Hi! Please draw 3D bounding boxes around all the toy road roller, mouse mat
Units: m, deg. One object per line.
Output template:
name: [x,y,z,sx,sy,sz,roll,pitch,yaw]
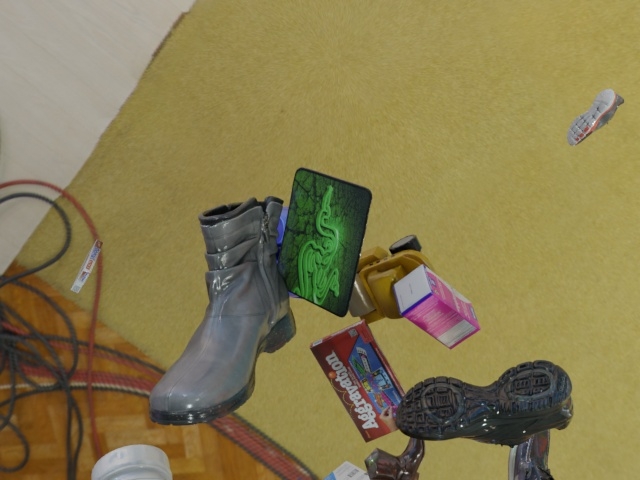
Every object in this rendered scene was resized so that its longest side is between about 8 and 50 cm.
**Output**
toy road roller: [0.186,0.140,1.934,0.329,0.240,0.203,-24,99,27]
mouse mat: [0.000,0.000,0.940,0.152,0.007,0.190,22,107,39]

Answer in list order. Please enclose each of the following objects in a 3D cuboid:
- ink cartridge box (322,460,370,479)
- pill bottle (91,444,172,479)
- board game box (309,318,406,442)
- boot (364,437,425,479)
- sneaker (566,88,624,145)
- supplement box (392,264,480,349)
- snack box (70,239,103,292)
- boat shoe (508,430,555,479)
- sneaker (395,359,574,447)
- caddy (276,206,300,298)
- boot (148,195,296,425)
ink cartridge box: [0.115,0.847,2.176,0.203,0.148,0.086,15,119,44]
pill bottle: [-0.278,0.484,0.999,0.176,0.319,0.177,-11,130,-13]
board game box: [0.104,0.330,1.514,0.145,0.027,0.281,-26,104,14]
boot: [0.133,0.383,1.169,0.114,0.037,0.107,23,63,-27]
sneaker: [0.641,-0.275,1.507,0.064,0.061,0.158,11,137,-24]
supplement box: [0.314,0.182,1.756,0.114,0.111,0.220,-39,123,23]
snack box: [-0.571,0.060,1.596,0.022,0.178,0.064,30,106,-19]
boat shoe: [0.433,0.501,1.319,0.102,0.092,0.285,34,65,-28]
sneaker: [0.259,0.280,1.028,0.286,0.109,0.130,-13,130,25]
caddy: [-0.100,0.029,1.685,0.179,0.341,0.242,3,89,-38]
boot: [-0.131,0.069,0.839,0.118,0.338,0.223,-1,106,15]
